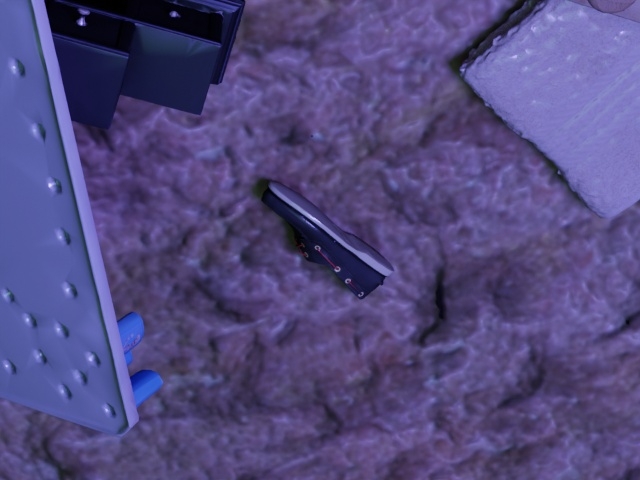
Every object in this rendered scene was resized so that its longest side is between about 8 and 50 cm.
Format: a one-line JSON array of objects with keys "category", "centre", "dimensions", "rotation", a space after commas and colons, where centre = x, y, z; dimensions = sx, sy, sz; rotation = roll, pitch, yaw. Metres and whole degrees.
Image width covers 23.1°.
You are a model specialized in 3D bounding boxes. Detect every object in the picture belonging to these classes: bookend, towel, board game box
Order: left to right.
[{"category": "board game box", "centre": [-0.297, -0.076, 1.109], "dimensions": [0.390, 0.050, 0.390], "rotation": [13, 125, 34]}, {"category": "bookend", "centre": [-0.140, -0.137, 1.139], "dimensions": [0.156, 0.157, 0.072], "rotation": [15, 118, -9]}, {"category": "towel", "centre": [0.264, -0.163, 1.201], "dimensions": [0.282, 0.049, 0.187], "rotation": [-41, 111, 19]}]

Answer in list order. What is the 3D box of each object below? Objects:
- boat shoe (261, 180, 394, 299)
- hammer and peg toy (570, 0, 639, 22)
[{"category": "boat shoe", "centre": [0.000, 0.001, 1.279], "dimensions": [0.133, 0.049, 0.042], "rotation": [38, 103, -25]}, {"category": "hammer and peg toy", "centre": [0.344, -0.223, 1.039], "dimensions": [0.361, 0.127, 0.266], "rotation": [15, 124, -18]}]
